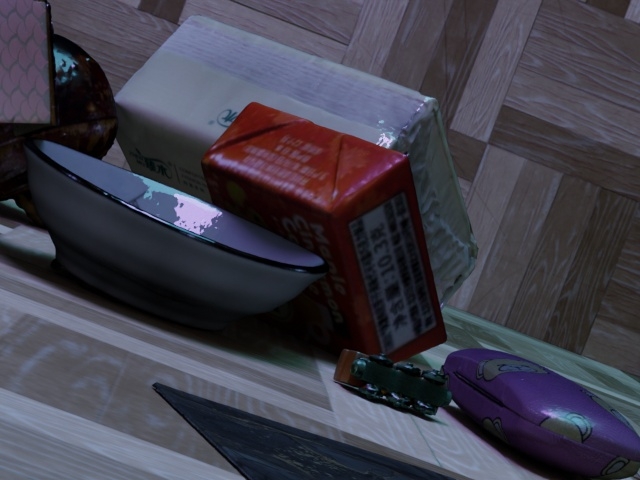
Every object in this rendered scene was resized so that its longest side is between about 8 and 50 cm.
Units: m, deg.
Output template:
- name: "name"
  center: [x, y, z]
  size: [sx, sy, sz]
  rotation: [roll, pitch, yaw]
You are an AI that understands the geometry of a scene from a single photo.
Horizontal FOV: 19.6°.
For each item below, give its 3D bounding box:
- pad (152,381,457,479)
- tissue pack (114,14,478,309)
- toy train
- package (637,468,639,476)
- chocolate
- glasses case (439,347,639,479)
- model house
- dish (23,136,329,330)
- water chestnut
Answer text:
- name: "pad"
  center: [0.054, 0.165, 1.124]
  size: [0.248, 0.007, 0.367]
  rotation: [20, 3, -22]
- name: "tissue pack"
  center: [-0.028, -0.068, 2.173]
  size: [0.380, 0.207, 0.297]
  rotation: [22, -31, 35]
- name: "toy train"
  center: [0.068, 0.129, 1.671]
  size: [0.103, 0.044, 0.064]
  rotation: [20, -8, -19]
- name: "package"
  center: [0.354, 0.237, 1.834]
  size: [0.083, 0.029, 0.059]
  rotation: [9, 14, -22]
- name: "chocolate"
  center: [0.000, 0.000, 1.891]
  size: [0.108, 0.237, 0.235]
  rotation: [-36, 40, -31]
- name: "glasses case"
  center: [0.199, 0.157, 1.713]
  size: [0.123, 0.076, 0.316]
  rotation: [20, 2, -14]
- name: "model house"
  center: [-0.358, -0.150, 1.733]
  size: [0.244, 0.169, 0.326]
  rotation: [-4, -3, 12]
- name: "dish"
  center: [-0.151, 0.010, 1.718]
  size: [0.316, 0.106, 0.316]
  rotation: [23, 4, -2]
- name: "water chestnut"
  center: [-0.339, -0.116, 2.098]
  size: [0.224, 0.238, 0.223]
  rotation: [-20, 5, 2]
